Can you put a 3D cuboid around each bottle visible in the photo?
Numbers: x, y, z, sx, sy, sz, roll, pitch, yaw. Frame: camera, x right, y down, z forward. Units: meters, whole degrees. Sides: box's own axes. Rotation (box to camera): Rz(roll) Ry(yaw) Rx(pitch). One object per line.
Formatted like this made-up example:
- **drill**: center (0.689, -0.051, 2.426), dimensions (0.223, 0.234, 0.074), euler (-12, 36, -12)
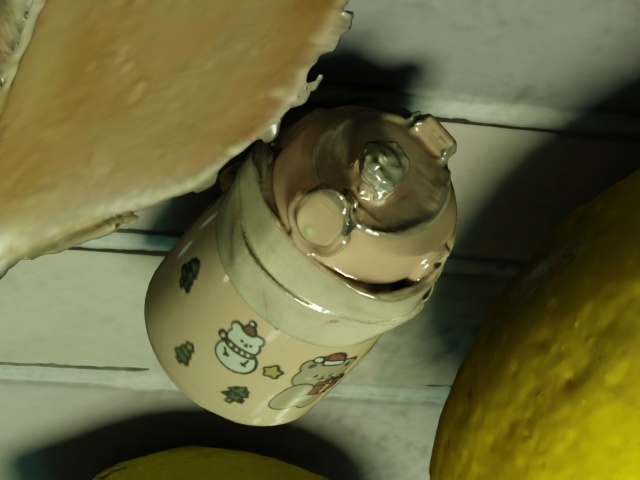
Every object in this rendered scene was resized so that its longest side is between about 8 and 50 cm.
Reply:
- **bottle**: center (0.001, 0.001, 0.788), dimensions (0.099, 0.099, 0.152), euler (13, 140, -26)

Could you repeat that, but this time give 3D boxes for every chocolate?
- **chocolate**: center (-0.059, -0.099, 0.656), dimensions (0.161, 0.083, 0.261), euler (-20, 156, -37)

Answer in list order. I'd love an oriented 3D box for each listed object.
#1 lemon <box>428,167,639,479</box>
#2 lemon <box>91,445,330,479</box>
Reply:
- **lemon**: center (0.177, 0.089, 0.814), dimensions (0.261, 0.260, 0.284), euler (14, 107, -27)
- **lemon**: center (-0.049, 0.186, 0.954), dimensions (0.181, 0.180, 0.193), euler (-34, 155, 27)
